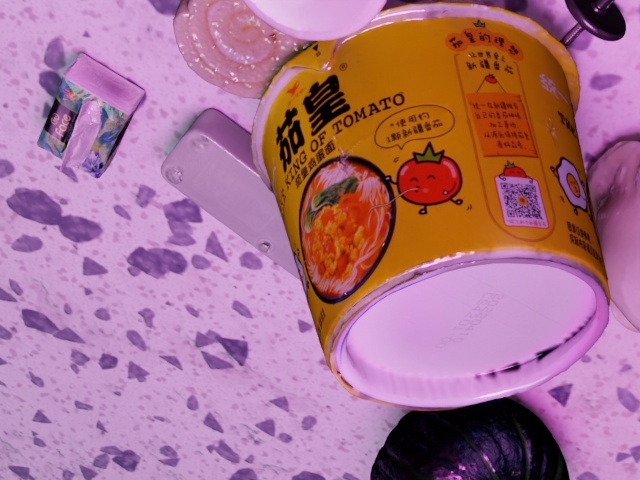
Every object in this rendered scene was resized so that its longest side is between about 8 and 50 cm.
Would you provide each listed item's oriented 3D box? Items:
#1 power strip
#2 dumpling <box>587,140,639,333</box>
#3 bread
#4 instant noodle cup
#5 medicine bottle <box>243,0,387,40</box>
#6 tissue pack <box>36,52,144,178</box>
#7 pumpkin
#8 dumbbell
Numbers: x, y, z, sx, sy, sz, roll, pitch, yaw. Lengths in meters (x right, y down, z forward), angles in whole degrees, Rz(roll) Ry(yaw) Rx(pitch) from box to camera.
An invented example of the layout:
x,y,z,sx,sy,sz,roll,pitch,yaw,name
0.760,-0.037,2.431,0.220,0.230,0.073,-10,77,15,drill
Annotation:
x,y,z,sx,sy,sz,roll,pitch,yaw,name
0.000,0.000,1.331,0.385,0.062,0.091,37,131,-10,power strip
0.338,0.023,1.175,0.258,0.147,0.193,65,159,-4,dumpling
-0.048,-0.225,1.114,0.148,0.141,0.134,-17,124,32,bread
0.107,-0.014,1.073,0.325,0.254,0.325,-6,145,-4,instant noodle cup
0.021,-0.276,0.979,0.139,0.237,0.139,10,129,13,medicine bottle
-0.259,-0.130,1.310,0.085,0.079,0.111,30,131,-6,tissue pack
0.156,0.289,1.421,0.248,0.248,0.248,10,130,13,pumpkin
0.261,-0.222,1.046,0.069,0.069,0.147,35,131,-9,dumbbell
